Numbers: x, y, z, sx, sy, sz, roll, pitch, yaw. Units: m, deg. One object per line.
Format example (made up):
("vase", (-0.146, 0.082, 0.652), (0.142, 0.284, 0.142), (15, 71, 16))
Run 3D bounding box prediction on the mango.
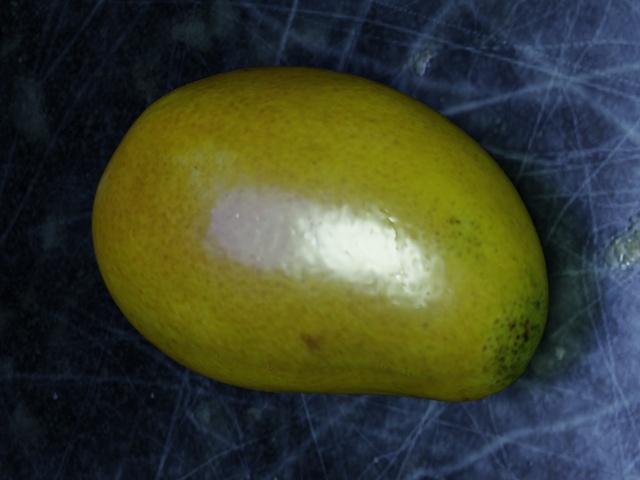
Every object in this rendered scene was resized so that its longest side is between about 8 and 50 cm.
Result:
("mango", (0.000, 0.000, 1.126), (0.378, 0.221, 0.264), (18, 92, 22))
